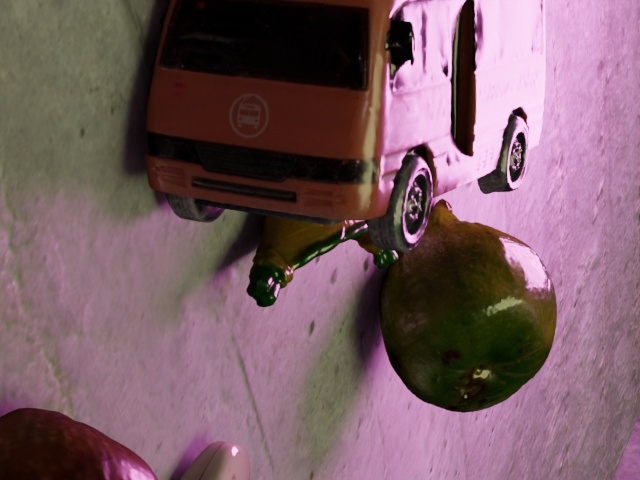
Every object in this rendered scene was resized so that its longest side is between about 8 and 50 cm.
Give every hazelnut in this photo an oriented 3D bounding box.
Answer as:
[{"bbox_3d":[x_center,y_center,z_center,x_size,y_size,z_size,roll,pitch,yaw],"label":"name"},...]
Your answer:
[{"bbox_3d":[-0.173,0.180,1.015,0.154,0.143,0.143,48,58,-45],"label":"hazelnut"}]

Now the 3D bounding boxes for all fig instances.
[{"bbox_3d":[0.139,0.051,1.661,0.203,0.235,0.203,-15,136,-15],"label":"fig"}]

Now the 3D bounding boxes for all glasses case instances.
[{"bbox_3d":[-0.117,0.262,1.287,0.204,0.051,0.081,-61,152,-30],"label":"glasses case"}]

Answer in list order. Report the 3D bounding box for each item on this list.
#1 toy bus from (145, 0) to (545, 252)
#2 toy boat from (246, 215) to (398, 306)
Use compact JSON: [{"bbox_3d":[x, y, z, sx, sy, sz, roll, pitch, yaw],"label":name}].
[{"bbox_3d":[0.041,-0.140,1.222,0.427,0.203,0.233,-24,120,-63],"label":"toy bus"},{"bbox_3d":[0.000,0.000,1.348,0.229,0.089,0.088,-13,95,-56],"label":"toy boat"}]
